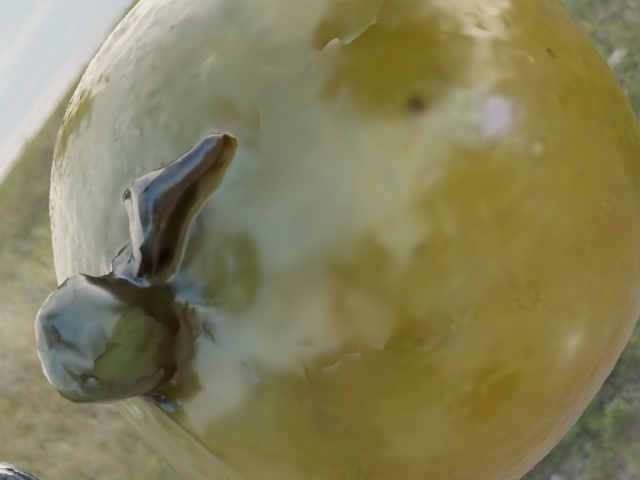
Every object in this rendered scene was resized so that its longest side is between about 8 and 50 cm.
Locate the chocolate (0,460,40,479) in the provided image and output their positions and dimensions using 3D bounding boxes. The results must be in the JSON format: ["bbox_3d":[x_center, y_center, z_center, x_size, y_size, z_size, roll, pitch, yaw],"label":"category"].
[{"bbox_3d":[-0.150,0.191,0.707,0.072,0.167,0.072,-14,5,1],"label":"chocolate"}]

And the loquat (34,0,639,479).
[{"bbox_3d":[0.000,0.000,0.723,0.359,0.328,0.328,-26,-14,-49],"label":"loquat"}]
